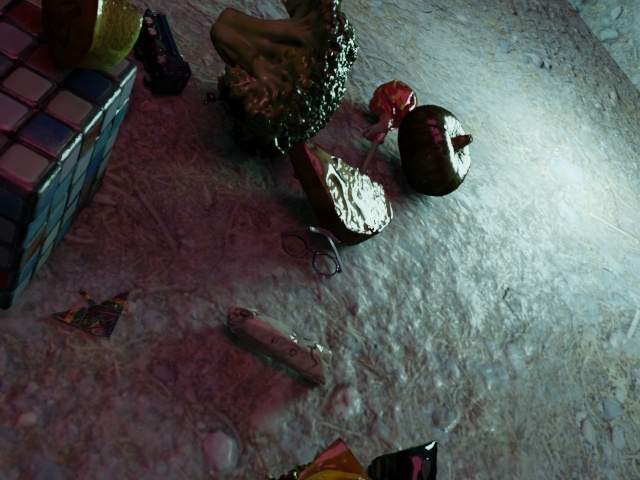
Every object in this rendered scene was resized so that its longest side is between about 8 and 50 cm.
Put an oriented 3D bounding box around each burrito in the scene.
[{"bbox_3d":[-0.065,0.168,0.966,0.203,0.064,0.064,31,46,-10],"label":"burrito"}]

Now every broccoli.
[{"bbox_3d":[-0.091,-0.333,1.135,0.280,0.348,0.293,35,39,9],"label":"broccoli"}]

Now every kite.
[{"bbox_3d":[-0.332,0.108,0.876,0.122,0.004,0.090,-23,72,-42],"label":"kite"}]

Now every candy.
[{"bbox_3d":[0.139,-0.245,1.397,0.124,0.124,0.365,32,57,-9],"label":"candy"}]

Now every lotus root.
[{"bbox_3d":[0.047,-0.076,1.162,0.260,0.074,0.170,19,58,-47],"label":"lotus root"}]

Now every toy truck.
[{"bbox_3d":[-0.331,-0.392,1.216,0.088,0.074,0.202,2,56,-43],"label":"toy truck"}]

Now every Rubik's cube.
[{"bbox_3d":[-0.457,-0.135,0.780,0.293,0.292,0.287,27,46,-11],"label":"Rubik's cube"}]

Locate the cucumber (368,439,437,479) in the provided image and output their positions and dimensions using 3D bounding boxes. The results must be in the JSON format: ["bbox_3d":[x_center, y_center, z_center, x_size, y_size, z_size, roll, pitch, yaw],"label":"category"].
[{"bbox_3d":[0.138,0.393,0.916,0.115,0.086,0.193,25,54,-17],"label":"cucumber"}]

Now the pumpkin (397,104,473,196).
[{"bbox_3d":[0.281,-0.212,1.384,0.219,0.162,0.219,27,57,-52],"label":"pumpkin"}]

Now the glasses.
[{"bbox_3d":[0.000,0.000,1.102,0.140,0.104,0.062,33,47,-3],"label":"glasses"}]

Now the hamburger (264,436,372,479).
[{"bbox_3d":[0.011,0.414,0.770,0.243,0.139,0.262,-30,76,-41],"label":"hamburger"}]

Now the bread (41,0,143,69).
[{"bbox_3d":[-0.284,-0.268,0.710,0.086,0.125,0.156,-4,44,-45],"label":"bread"}]
